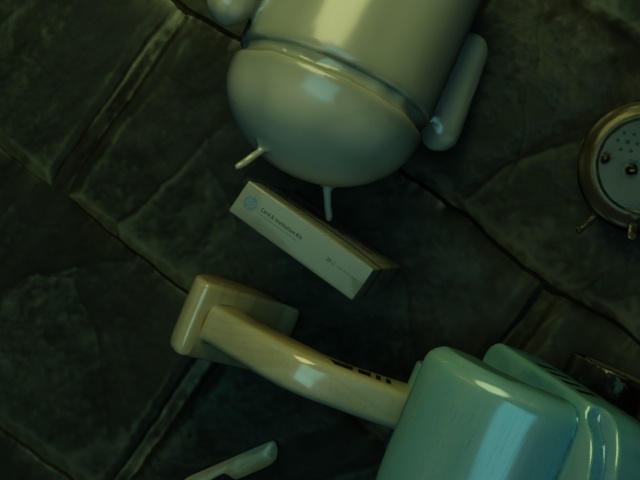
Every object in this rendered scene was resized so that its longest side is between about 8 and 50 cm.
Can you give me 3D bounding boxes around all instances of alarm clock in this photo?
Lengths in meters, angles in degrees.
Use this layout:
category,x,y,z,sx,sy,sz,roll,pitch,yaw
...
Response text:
category,x,y,z,sx,sy,sz,roll,pitch,yaw
alarm clock,0.324,-0.091,1.177,0.129,0.064,0.192,10,88,11

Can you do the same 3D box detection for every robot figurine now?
category,x,y,z,sx,sy,sz,roll,pitch,yaw
robot figurine,0.035,-0.202,1.148,0.300,0.200,0.353,26,83,-24

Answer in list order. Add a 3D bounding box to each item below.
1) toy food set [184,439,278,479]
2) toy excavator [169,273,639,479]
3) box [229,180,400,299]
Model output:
category,x,y,z,sx,sy,sz,roll,pitch,yaw
toy food set,-0.078,0.333,1.241,0.128,0.071,0.217,-18,85,10
toy excavator,0.100,0.166,1.115,0.445,0.433,0.222,23,94,-17
box,0.000,0.000,1.173,0.145,0.186,0.038,36,96,10
